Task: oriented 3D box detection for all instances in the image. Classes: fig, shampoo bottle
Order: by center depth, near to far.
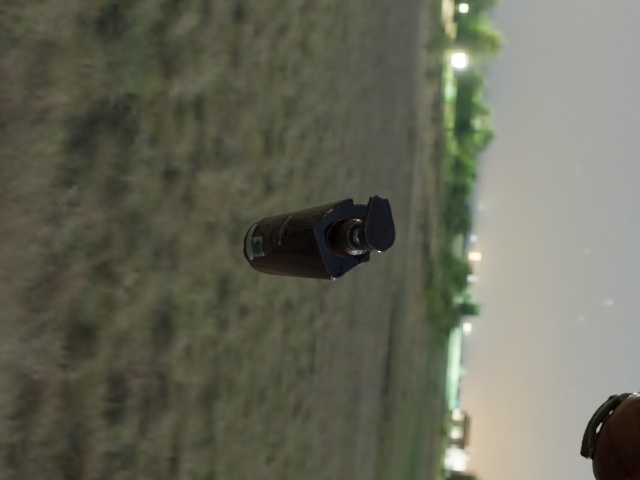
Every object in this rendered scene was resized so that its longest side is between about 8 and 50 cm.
[{"bbox_3d":[0.001,-0.002,1.367,0.236,0.067,0.068,-4,-73,63],"label":"shampoo bottle"},{"bbox_3d":[0.445,0.274,1.894,0.205,0.205,0.205,4,90,-85],"label":"fig"}]
